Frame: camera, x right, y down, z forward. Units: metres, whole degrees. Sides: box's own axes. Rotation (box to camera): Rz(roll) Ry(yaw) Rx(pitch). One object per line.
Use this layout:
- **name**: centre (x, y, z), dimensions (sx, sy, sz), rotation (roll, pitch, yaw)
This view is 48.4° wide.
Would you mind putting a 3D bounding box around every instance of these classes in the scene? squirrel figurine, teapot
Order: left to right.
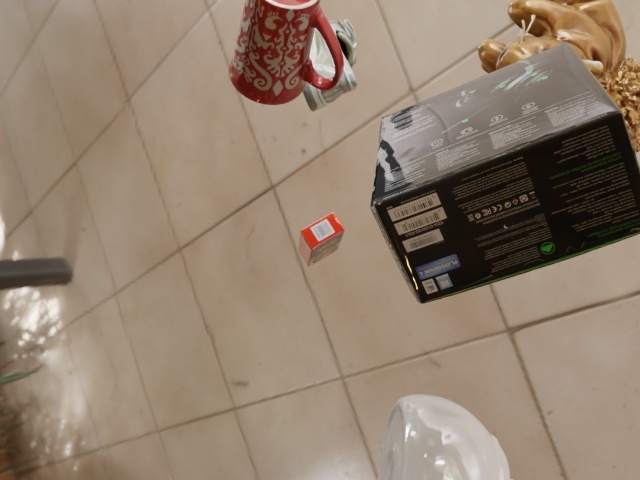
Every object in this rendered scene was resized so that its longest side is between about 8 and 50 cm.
- **teapot**: centre (0.187, 0.346, 1.007), dimensions (0.252, 0.187, 0.256), rotation (101, 179, -54)
- **squirrel figurine**: centre (0.496, -0.308, 1.375), dimensions (0.397, 0.370, 0.281), rotation (39, 122, -5)

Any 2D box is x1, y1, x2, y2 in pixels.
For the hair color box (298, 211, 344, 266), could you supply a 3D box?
- **hair color box**: centre (0.000, 0.000, 1.320), dimensions (0.043, 0.072, 0.141), rotation (58, 170, 10)

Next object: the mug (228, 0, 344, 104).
- **mug**: centre (-0.042, -0.281, 0.959), dimensions (0.169, 0.150, 0.113), rotation (111, 153, -58)

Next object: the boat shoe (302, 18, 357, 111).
- **boat shoe**: centre (0.030, -0.344, 1.352), dimensions (0.103, 0.320, 0.118), rotation (-13, 118, 16)

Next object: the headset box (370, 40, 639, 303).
- **headset box**: centre (0.197, -0.090, 0.799), dimensions (0.246, 0.283, 0.131), rotation (-21, 115, 17)
